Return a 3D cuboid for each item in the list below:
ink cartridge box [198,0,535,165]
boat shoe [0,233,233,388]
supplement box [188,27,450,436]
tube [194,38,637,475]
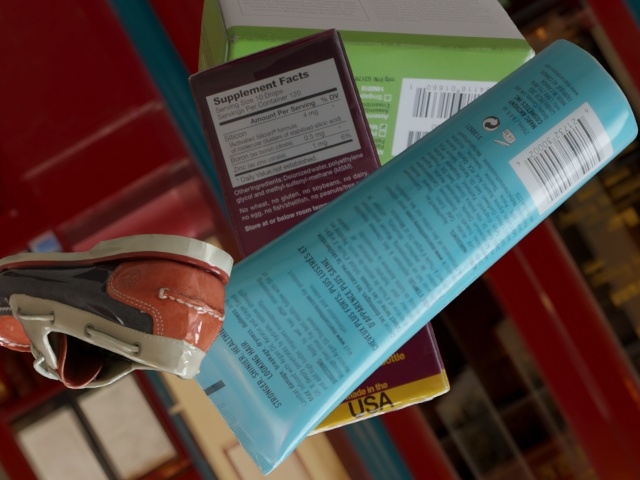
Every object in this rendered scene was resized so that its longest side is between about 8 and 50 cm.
[{"bbox_3d":[0.014,-0.136,1.091,0.188,0.097,0.255,2,-152,-11],"label":"ink cartridge box"},{"bbox_3d":[-0.078,0.029,0.555,0.049,0.043,0.137,22,160,-35],"label":"boat shoe"},{"bbox_3d":[0.000,0.000,0.846,0.080,0.188,0.104,-17,174,0],"label":"supplement box"},{"bbox_3d":[0.035,0.000,0.669,0.207,0.080,0.052,-38,-176,-8],"label":"tube"}]
